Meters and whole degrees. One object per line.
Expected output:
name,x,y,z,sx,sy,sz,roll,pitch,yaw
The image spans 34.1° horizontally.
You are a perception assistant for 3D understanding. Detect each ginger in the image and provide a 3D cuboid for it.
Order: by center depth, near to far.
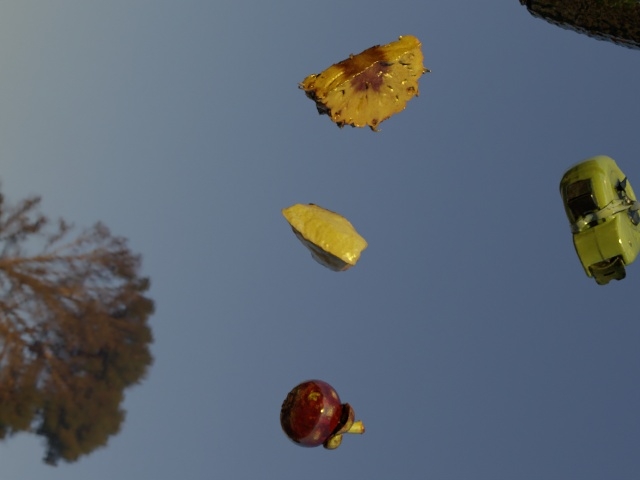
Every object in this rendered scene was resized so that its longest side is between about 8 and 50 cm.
ginger,-0.003,-0.003,2.190,0.115,0.193,0.123,-52,174,-34

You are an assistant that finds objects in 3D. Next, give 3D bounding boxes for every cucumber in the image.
cucumber,0.353,-0.262,1.228,0.293,0.067,0.068,29,-85,48

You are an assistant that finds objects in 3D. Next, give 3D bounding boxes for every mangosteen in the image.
mangosteen,-0.002,0.390,2.235,0.146,0.181,0.156,-44,-166,-8

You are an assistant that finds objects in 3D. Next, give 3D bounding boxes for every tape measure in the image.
tape measure,0.390,-0.040,1.428,0.087,0.154,0.177,-25,-176,30

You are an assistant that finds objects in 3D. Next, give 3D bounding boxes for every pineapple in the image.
pineapple,0.081,-0.247,1.771,0.079,0.233,0.135,53,-20,41
